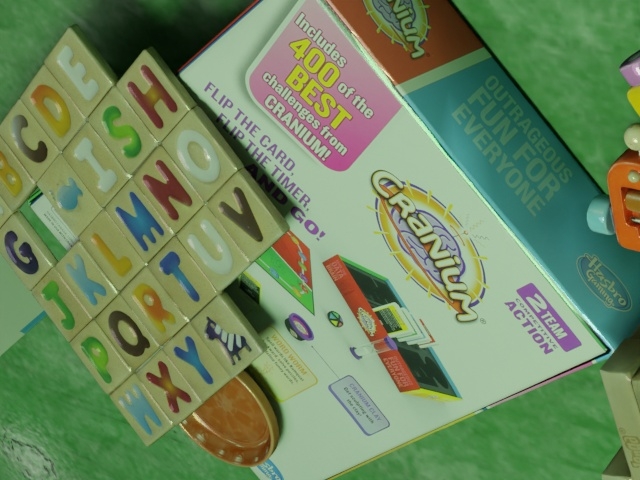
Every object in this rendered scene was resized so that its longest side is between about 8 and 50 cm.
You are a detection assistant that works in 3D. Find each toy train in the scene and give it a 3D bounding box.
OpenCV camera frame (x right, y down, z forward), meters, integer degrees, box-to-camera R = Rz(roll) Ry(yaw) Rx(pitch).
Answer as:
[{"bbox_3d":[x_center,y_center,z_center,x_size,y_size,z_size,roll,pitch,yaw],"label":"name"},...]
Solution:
[{"bbox_3d":[0.191,-0.033,0.805,0.166,0.046,0.125,10,131,41],"label":"toy train"}]

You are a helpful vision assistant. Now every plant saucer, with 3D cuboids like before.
[{"bbox_3d":[-0.058,0.095,1.063,0.083,0.013,0.083,25,138,25],"label":"plant saucer"}]

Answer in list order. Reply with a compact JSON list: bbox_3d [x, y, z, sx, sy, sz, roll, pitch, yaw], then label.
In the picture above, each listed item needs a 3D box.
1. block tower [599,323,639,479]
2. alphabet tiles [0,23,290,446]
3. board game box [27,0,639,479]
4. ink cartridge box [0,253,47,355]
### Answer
[{"bbox_3d":[0.279,0.085,0.789,0.335,0.091,0.097,3,124,40],"label":"block tower"},{"bbox_3d":[-0.107,-0.003,1.017,0.198,0.009,0.237,53,142,3],"label":"alphabet tiles"},{"bbox_3d":[0.000,0.000,0.990,0.242,0.064,0.316,51,142,-6],"label":"board game box"},{"bbox_3d":[-0.256,0.046,1.244,0.090,0.092,0.143,51,143,-8],"label":"ink cartridge box"}]
